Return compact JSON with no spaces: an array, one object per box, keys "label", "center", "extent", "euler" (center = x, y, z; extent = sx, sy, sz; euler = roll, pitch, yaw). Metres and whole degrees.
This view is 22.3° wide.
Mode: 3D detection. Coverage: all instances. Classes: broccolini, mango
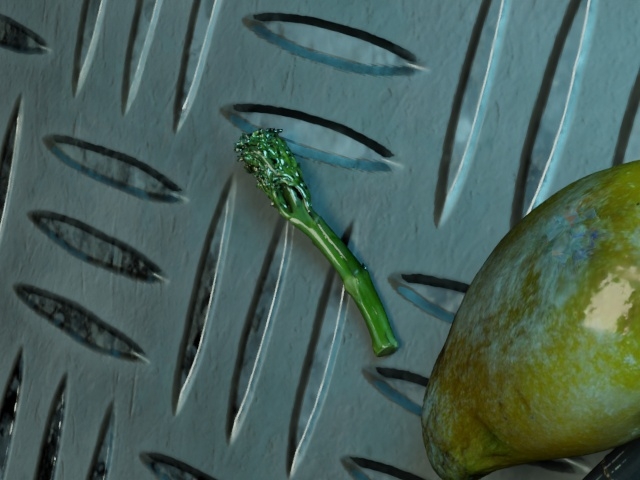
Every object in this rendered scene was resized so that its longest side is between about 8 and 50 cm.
[{"label":"broccolini","center":[0.000,0.000,1.379],"extent":[0.054,0.051,0.239],"euler":[-45,65,25]},{"label":"mango","center":[0.176,0.065,1.123],"extent":[0.316,0.146,0.192],"euler":[-48,25,41]}]

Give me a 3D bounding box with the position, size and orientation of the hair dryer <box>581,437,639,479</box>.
[{"label":"hair dryer","center":[0.251,0.229,1.119],"extent":[0.173,0.050,0.195],"euler":[-50,59,31]}]
